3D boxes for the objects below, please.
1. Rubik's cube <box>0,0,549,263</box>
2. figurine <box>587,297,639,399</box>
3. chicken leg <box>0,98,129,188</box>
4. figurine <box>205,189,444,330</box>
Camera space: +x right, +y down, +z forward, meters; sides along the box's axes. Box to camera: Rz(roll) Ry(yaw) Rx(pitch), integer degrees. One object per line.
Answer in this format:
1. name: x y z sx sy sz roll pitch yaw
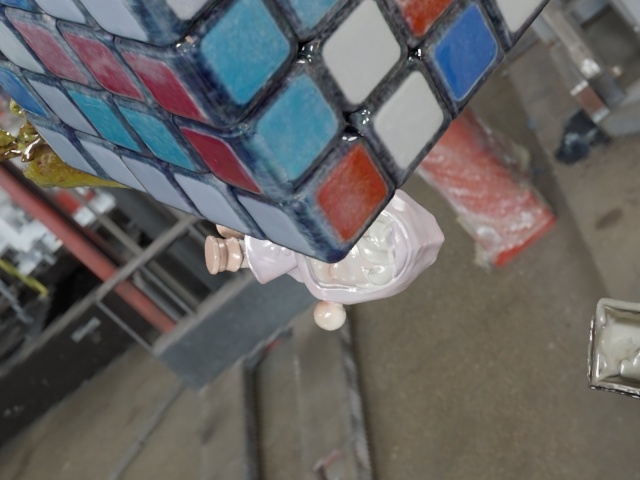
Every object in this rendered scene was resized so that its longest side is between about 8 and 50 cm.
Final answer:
1. Rubik's cube: -0.061 -0.205 0.715 0.292 0.287 0.293 19 63 44
2. figurine: 0.352 0.060 0.884 0.308 0.308 0.143 -27 50 35
3. chicken leg: -0.129 -0.104 1.304 0.152 0.429 0.201 98 172 -74
4. figurine: 0.001 0.000 1.437 0.276 0.200 0.133 3 9 21
